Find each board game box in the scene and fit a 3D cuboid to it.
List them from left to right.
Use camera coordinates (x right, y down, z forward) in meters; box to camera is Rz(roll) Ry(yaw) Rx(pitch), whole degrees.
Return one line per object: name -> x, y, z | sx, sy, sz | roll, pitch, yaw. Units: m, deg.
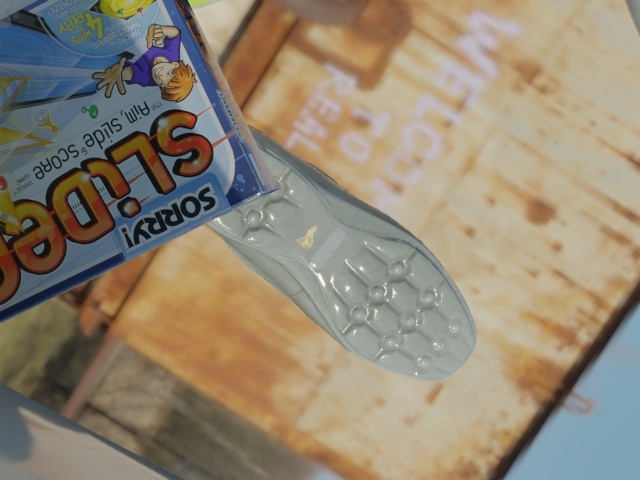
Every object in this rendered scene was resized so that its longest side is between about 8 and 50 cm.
board game box -> -0.137, -0.039, 0.709 | 0.201, 0.136, 0.035 | -26, 180, 11

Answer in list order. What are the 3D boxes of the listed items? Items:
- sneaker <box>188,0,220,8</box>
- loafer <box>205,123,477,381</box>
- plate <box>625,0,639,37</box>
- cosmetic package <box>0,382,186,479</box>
sneaker -> -0.015, -0.229, 1.011 | 0.126, 0.240, 0.091 | -97, 171, -48
loafer -> 0.000, 0.000, 1.310 | 0.112, 0.319, 0.111 | -47, -158, 4
plate -> 0.086, -0.208, 0.339 | 0.277, 0.045, 0.278 | 87, 7, -57
cosmetic package -> -0.138, 0.149, 0.489 | 0.197, 0.365, 0.155 | -47, -140, 10
